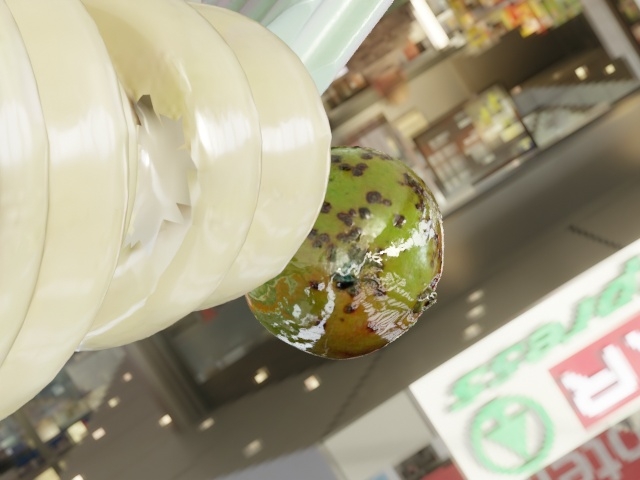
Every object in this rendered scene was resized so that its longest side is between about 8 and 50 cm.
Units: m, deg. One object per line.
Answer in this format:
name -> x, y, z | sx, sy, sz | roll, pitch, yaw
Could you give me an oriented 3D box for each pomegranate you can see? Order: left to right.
pomegranate -> 0.000, 0.000, 1.058 | 0.205, 0.159, 0.159 | 23, -139, 29

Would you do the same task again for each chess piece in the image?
chess piece -> -0.092, -0.028, 0.470 | 0.167, 0.167, 0.299 | -30, 175, 21

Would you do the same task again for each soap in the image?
soap -> -0.023, -0.266, 1.523 | 0.324, 0.109, 0.193 | -53, -145, -9
